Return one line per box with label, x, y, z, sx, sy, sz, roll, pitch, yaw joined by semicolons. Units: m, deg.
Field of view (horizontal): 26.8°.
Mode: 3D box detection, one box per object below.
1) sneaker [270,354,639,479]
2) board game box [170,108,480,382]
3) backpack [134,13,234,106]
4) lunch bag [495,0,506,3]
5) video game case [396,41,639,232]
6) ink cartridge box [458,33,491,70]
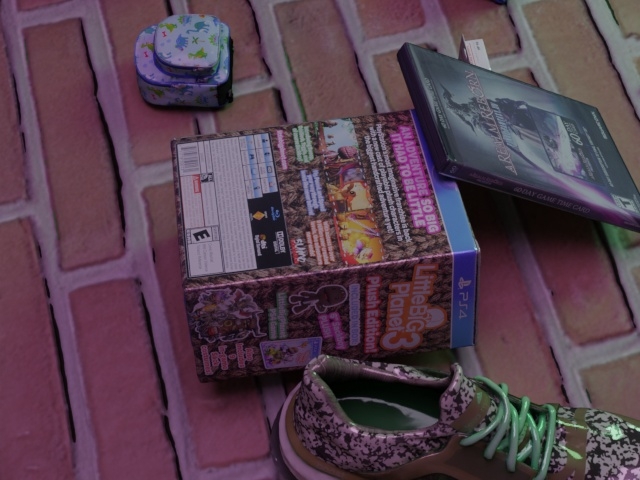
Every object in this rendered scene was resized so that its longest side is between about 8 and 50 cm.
sneaker;0.152;0.192;1.296;0.410;0.182;0.158;6;60;4
board game box;0.000;0.000;1.400;0.290;0.141;0.232;-7;44;-3
backpack;-0.163;-0.216;1.590;0.114;0.084;0.105;-2;58;2
lunch bag;0.222;-0.397;1.666;0.096;0.129;0.151;22;63;12
video game case;0.222;-0.111;1.459;0.274;0.026;0.196;15;40;-28
ink cartridge box;0.180;-0.202;1.579;0.028;0.083;0.048;-9;61;-4
